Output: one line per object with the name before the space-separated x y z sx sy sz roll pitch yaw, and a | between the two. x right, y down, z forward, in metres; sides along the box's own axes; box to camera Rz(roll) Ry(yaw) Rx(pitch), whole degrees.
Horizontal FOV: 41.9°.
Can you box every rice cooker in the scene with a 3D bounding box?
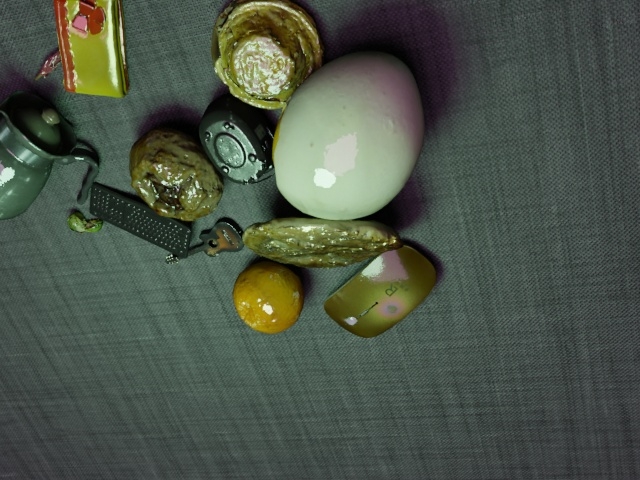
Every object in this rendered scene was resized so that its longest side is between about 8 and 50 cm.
rice cooker | -0.171 -0.208 1.772 0.142 0.118 0.203 -24 112 27

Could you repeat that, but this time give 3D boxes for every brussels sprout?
brussels sprout | -0.575 -0.039 2.041 0.083 0.046 0.051 17 146 0

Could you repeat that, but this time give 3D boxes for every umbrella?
umbrella | -0.567 -0.391 1.799 0.165 0.025 0.027 -34 94 29

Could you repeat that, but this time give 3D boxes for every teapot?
teapot | -0.649 -0.176 1.861 0.285 0.223 0.305 -36 107 25

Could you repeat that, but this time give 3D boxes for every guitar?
guitar | -0.286 0.015 2.021 0.233 0.025 0.088 -22 117 27

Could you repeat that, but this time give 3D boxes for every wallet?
wallet | -0.476 -0.411 1.725 0.141 0.067 0.241 4 128 0

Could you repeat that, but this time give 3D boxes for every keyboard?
keyboard | -0.381 -0.027 1.984 0.381 0.041 0.103 20 128 5

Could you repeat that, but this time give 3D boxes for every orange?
orange | -0.122 0.134 1.982 0.177 0.155 0.177 31 130 47

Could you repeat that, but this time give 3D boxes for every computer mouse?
computer mouse | 0.136 0.127 1.970 0.158 0.072 0.310 39 126 -12

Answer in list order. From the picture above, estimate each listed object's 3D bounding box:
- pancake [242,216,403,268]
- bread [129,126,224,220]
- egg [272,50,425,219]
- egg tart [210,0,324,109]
pancake | 0.000 0.002 1.805 0.356 0.065 0.356 1 169 0
bread | -0.324 -0.138 1.824 0.230 0.123 0.230 26 145 20
egg | 0.059 -0.203 1.620 0.283 0.283 0.345 26 123 -5
egg tart | -0.110 -0.364 1.658 0.241 0.106 0.241 5 124 8
